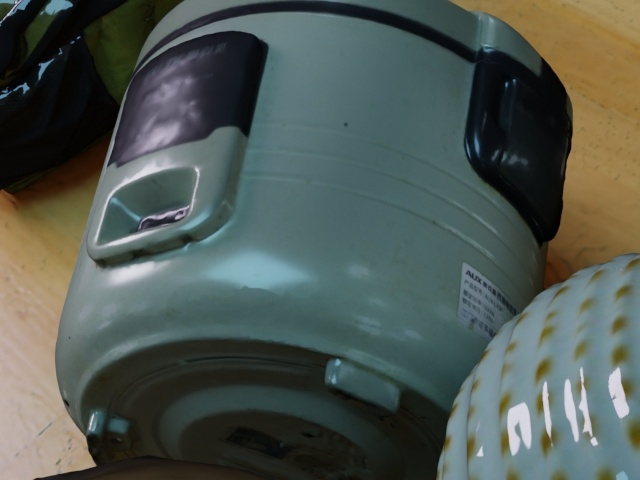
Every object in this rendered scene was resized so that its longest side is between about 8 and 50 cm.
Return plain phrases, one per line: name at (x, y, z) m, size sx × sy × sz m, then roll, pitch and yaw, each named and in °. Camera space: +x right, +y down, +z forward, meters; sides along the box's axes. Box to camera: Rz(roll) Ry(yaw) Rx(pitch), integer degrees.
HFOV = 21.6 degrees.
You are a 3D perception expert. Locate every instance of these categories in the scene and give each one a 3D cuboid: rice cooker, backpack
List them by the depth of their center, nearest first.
rice cooker at (0.000, 0.000, 0.766) m, size 0.226 × 0.226 × 0.244 m, roll -2°, pitch 51°, yaw 21°
backpack at (-0.153, -0.158, 1.012) m, size 0.253 × 0.140 × 0.207 m, roll -32°, pitch 50°, yaw 1°

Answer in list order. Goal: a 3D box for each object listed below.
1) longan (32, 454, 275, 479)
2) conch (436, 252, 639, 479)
longan at (-0.080, 0.229, 0.558) m, size 0.319 × 0.319 × 0.319 m, roll -11°, pitch 49°, yaw 13°
conch at (0.213, 0.095, 0.596) m, size 0.319 × 0.215 × 0.303 m, roll 4°, pitch 19°, yaw 34°
